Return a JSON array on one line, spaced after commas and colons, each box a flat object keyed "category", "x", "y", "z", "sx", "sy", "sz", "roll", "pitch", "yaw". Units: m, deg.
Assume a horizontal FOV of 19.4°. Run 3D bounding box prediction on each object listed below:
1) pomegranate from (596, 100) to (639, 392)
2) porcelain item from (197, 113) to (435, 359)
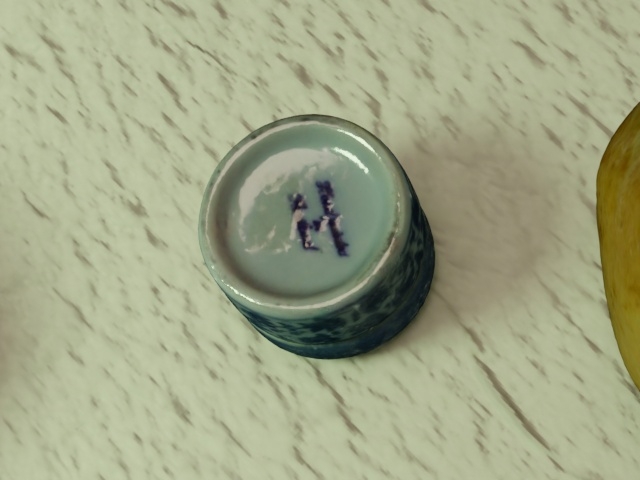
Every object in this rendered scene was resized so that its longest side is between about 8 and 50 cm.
[{"category": "pomegranate", "x": 0.306, "y": 0.003, "z": 1.124, "sx": 0.307, "sy": 0.307, "sz": 0.307, "roll": -4, "pitch": 69, "yaw": 11}, {"category": "porcelain item", "x": 0.000, "y": 0.000, "z": 1.271, "sx": 0.147, "sy": 0.114, "sz": 0.147, "roll": -5, "pitch": 69, "yaw": 13}]
